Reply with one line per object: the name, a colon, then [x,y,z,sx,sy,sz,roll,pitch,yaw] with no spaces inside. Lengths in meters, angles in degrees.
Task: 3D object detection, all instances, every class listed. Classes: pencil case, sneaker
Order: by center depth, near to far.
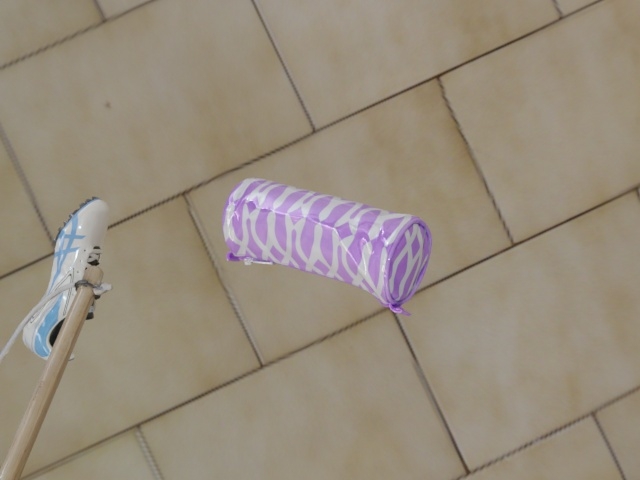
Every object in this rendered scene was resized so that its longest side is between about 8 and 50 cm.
pencil case: [0.000,0.000,0.810,0.206,0.086,0.088,14,82,35]
sneaker: [-0.335,0.056,1.216,0.086,0.085,0.237,23,95,16]

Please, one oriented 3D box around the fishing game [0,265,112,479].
fishing game: [-0.221,0.034,0.313,0.264,0.041,0.189,11,53,6]
